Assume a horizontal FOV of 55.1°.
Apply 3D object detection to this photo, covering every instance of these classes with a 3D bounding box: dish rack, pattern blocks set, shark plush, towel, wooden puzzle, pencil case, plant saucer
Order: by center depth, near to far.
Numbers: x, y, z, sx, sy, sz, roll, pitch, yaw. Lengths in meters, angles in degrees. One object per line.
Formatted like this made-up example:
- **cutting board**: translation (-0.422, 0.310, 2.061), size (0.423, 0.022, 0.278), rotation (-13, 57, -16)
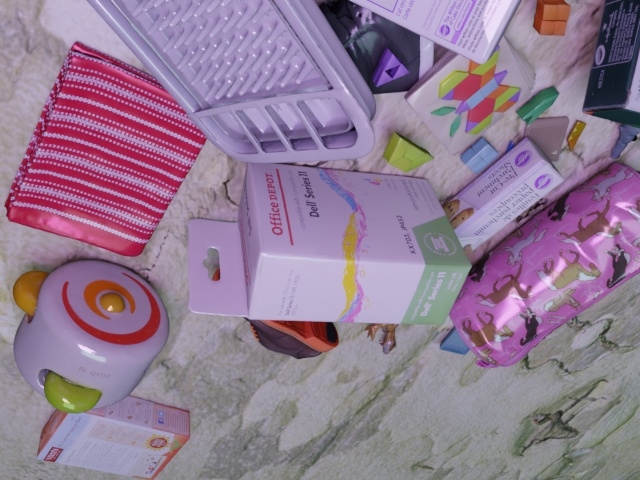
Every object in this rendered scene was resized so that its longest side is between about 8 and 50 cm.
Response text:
- **dish rack**: translation (-0.099, -0.221, 0.640), size (0.333, 0.285, 0.072), rotation (49, 63, -34)
- **pattern blocks set**: translation (0.196, -0.192, 0.784), size (0.324, 0.026, 0.285), rotation (10, 131, -45)
- **towel**: translation (-0.281, -0.101, 0.817), size (0.198, 0.031, 0.275), rotation (21, 121, -28)
- **shark plush**: translation (0.458, -0.197, 0.910), size (0.067, 0.073, 0.161), rotation (7, 147, 13)
- **wooden puzzle**: translation (0.337, -0.151, 0.928), size (0.116, 0.014, 0.079), rotation (-1, 125, -12)
- **pencil case**: translation (0.384, 0.048, 0.995), size (0.386, 0.167, 0.160), rotation (-40, 111, 18)
- **plant saucer**: translation (0.301, 0.145, 1.163), size (0.067, 0.018, 0.192), rotation (16, 125, -24)

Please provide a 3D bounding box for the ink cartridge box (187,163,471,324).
- **ink cartridge box**: translation (0.000, 0.000, 0.847), size (0.353, 0.207, 0.119), rotation (3, 130, -16)

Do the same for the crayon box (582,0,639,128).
- **crayon box**: translation (0.506, -0.232, 0.795), size (0.318, 0.081, 0.203), rotation (10, 94, -19)

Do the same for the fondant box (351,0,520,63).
- **fondant box**: translation (0.060, -0.343, 0.545), size (0.330, 0.096, 0.238), rotation (29, 124, 7)

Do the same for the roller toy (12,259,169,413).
- **roller toy**: translation (-0.328, 0.128, 0.893), size (0.191, 0.209, 0.146), rotation (-8, 143, -55)

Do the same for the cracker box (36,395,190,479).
- **cracker box**: translation (-0.385, 0.364, 1.154), size (0.232, 0.067, 0.156), rotation (25, 119, -30)

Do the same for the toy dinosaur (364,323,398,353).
- **toy dinosaur**: translation (0.132, 0.124, 1.090), size (0.112, 0.064, 0.212), rotation (-9, 143, -29)

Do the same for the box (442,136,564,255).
- **box**: translation (0.221, -0.023, 0.962), size (0.063, 0.067, 0.324), rotation (30, 121, -33)

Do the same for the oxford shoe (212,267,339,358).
- **oxford shoe**: translation (-0.088, 0.135, 1.017), size (0.098, 0.097, 0.271), rotation (-35, 128, 24)

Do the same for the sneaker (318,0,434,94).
- **sneaker**: translation (0.043, -0.281, 0.690), size (0.146, 0.105, 0.296), rotation (-18, 135, -4)
